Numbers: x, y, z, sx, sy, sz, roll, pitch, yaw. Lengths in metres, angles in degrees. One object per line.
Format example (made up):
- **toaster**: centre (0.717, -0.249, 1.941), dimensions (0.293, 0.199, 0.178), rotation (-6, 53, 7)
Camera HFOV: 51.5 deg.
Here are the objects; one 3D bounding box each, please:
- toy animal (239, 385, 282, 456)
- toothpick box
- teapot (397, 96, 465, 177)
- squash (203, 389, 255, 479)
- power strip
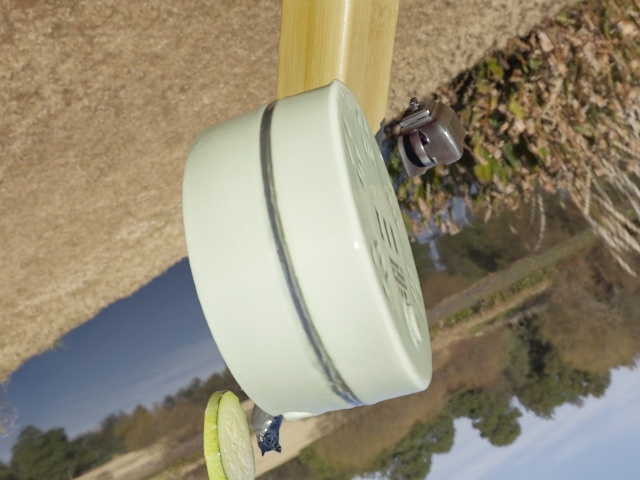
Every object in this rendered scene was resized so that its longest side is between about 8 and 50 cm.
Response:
- **toy animal**: centre (-0.122, 0.392, 1.554), dimensions (0.121, 0.210, 0.117), rotation (-15, 168, 31)
- **toothpick box**: centre (0.024, -0.295, 1.136), dimensions (0.188, 0.308, 0.190), rotation (18, -159, 37)
- **teapot**: centre (0.158, -0.169, 0.996), dimensions (0.087, 0.096, 0.177), rotation (-20, -159, 25)
- **squash**: centre (-0.174, 0.390, 1.252), dimensions (0.041, 0.219, 0.219), rotation (-14, 166, 6)
- **power strip**: centre (0.000, 0.000, 0.715), dimensions (0.162, 0.357, 0.357), rotation (-16, 168, 14)
